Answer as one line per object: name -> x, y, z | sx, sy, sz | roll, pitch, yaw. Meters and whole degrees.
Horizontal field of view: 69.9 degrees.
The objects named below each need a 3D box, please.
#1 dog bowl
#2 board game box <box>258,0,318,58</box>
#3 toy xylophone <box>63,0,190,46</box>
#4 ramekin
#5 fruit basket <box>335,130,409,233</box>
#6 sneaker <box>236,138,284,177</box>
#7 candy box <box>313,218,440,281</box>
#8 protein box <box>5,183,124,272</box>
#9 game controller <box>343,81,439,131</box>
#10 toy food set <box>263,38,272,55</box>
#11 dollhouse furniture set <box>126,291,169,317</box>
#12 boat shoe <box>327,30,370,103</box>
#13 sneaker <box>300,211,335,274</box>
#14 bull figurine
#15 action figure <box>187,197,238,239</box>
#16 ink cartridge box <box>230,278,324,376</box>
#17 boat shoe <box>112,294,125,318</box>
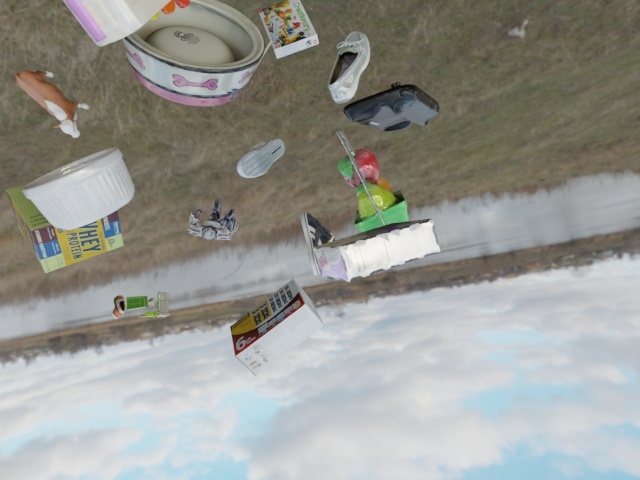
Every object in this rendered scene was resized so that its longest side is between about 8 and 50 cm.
dog bowl -> -0.376, -0.556, 1.336 | 0.409, 0.407, 0.150 | -8, 147, -27
board game box -> -0.144, -0.940, 2.014 | 0.193, 0.305, 0.053 | -20, 149, 0
toy xylophone -> -0.350, -0.523, 0.845 | 0.081, 0.236, 0.322 | 2, -137, 29
ramekin -> -0.505, -0.109, 0.982 | 0.207, 0.108, 0.207 | -18, -155, 9
fruit basket -> 0.128, -0.151, 1.321 | 0.166, 0.353, 0.327 | -32, -171, 12
sneaker -> -0.229, -0.292, 1.660 | 0.091, 0.094, 0.258 | -5, -155, 35
candy box -> 0.105, 0.018, 0.910 | 0.197, 0.070, 0.165 | -17, -176, -16
protein box -> -0.654, -0.056, 1.182 | 0.200, 0.135, 0.201 | -25, -131, -35
game controller -> 0.176, -0.309, 1.085 | 0.167, 0.067, 0.319 | -3, -175, 25
toy food set -> -0.352, -0.746, 1.674 | 0.306, 0.219, 0.092 | 31, 162, -19
dollhouse furniture set -> -0.516, 0.194, 1.380 | 0.059, 0.076, 0.152 | -7, 170, 9
boat shoe -> 0.102, -0.673, 1.729 | 0.118, 0.320, 0.103 | 7, 159, 32
sneaker -> 0.000, 0.000, 1.947 | 0.128, 0.320, 0.126 | -17, 143, 4
bull figurine -> -1.053, -0.554, 1.828 | 0.101, 0.310, 0.188 | -38, -166, 15
action figure -> -0.408, -0.073, 1.780 | 0.186, 0.099, 0.285 | 20, -161, -6
ink cartridge box -> -0.177, 0.304, 1.721 | 0.310, 0.130, 0.272 | -37, -153, 0
boat shoe -> -0.813, 0.262, 1.860 | 0.043, 0.049, 0.137 | -39, -149, 6
